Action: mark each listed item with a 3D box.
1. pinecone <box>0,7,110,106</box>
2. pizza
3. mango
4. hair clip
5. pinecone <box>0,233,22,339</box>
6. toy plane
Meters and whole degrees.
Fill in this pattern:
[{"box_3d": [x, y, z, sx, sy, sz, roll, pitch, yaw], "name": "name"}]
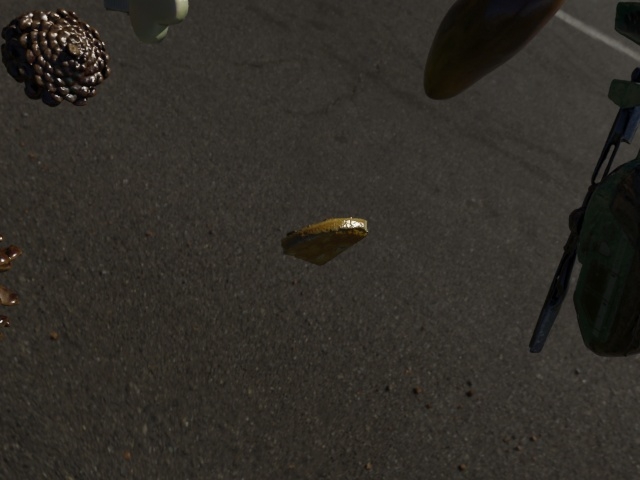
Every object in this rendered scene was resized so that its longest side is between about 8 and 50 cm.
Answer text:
[{"box_3d": [-0.277, -0.195, 0.596, 0.102, 0.102, 0.109, -31, 59, -32], "name": "pinecone"}, {"box_3d": [0.000, -0.001, 1.090, 0.175, 0.134, 0.046, -8, 62, -25], "name": "pizza"}, {"box_3d": [0.233, -0.300, 0.822, 0.133, 0.267, 0.111, -34, 86, -38], "name": "mango"}, {"box_3d": [-0.303, -0.426, 0.997, 0.218, 0.159, 0.071, 23, 30, 39], "name": "hair clip"}, {"box_3d": [-0.442, 0.059, 0.658, 0.179, 0.150, 0.195, -3, 82, -48], "name": "pinecone"}, {"box_3d": [0.296, -0.029, 0.542, 0.106, 0.382, 0.155, -7, 24, -19], "name": "toy plane"}]
